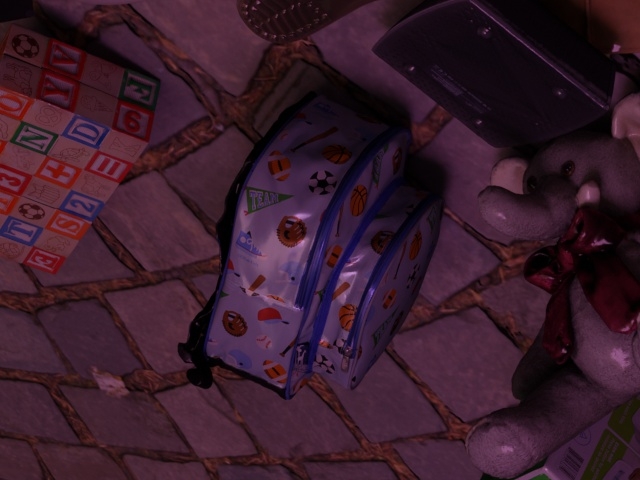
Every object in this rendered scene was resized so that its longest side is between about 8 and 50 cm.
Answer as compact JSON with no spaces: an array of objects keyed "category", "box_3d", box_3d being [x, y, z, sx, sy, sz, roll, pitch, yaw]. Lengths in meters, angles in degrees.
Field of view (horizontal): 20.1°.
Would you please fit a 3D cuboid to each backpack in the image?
[{"category":"backpack","box_3d":[0.000,0.000,1.779,0.213,0.276,0.263,15,129,14]}]

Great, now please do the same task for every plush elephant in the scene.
[{"category":"plush elephant","box_3d":[0.250,0.010,1.631,0.255,0.330,0.272,57,136,7]}]

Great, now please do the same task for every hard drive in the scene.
[{"category":"hard drive","box_3d":[0.153,-0.159,1.593,0.172,0.054,0.254,37,167,-10]}]

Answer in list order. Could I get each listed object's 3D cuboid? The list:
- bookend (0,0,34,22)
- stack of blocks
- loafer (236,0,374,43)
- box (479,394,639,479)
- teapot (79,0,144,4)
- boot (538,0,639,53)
[{"category":"bookend","box_3d":[-0.393,-0.290,1.869,0.157,0.156,0.072,-12,137,-15]},{"category":"stack of blocks","box_3d":[-0.312,-0.092,1.967,0.171,0.087,0.297,20,143,-17]},{"category":"loafer","box_3d":[0.043,-0.268,1.612,0.268,0.092,0.102,-19,132,25]},{"category":"box","box_3d":[0.310,0.220,1.774,0.231,0.262,0.126,42,139,-11]},{"category":"teapot","box_3d":[-0.160,-0.334,1.606,0.252,0.256,0.187,134,119,-70]},{"category":"boot","box_3d":[0.180,-0.278,1.492,0.236,0.089,0.270,3,132,15]}]
